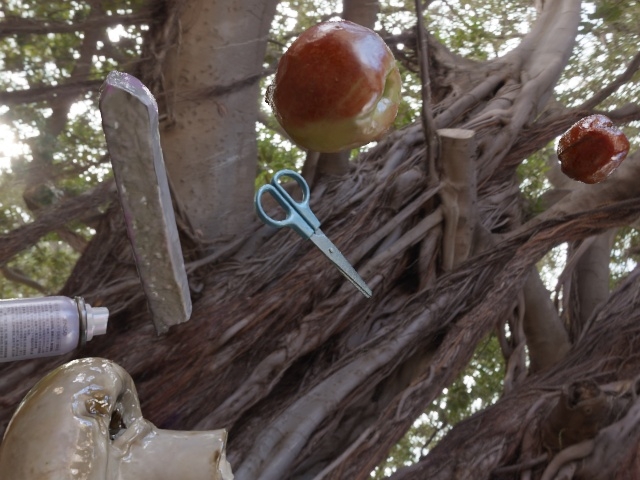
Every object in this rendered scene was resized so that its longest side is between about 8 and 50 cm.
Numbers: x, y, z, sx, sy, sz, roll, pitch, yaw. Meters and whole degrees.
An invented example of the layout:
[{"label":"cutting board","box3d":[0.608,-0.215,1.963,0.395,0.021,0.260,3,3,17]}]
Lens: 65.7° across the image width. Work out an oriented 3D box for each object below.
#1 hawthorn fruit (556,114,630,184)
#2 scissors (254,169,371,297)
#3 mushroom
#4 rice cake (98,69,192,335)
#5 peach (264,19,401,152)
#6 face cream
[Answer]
[{"label":"hawthorn fruit","box3d":[0.499,-0.169,0.914,0.128,0.128,0.128,19,-57,32]},{"label":"scissors","box3d":[0.000,0.000,1.406,0.447,0.192,0.029,48,-37,-11]},{"label":"mushroom","box3d":[-0.275,0.302,0.700,0.292,0.290,0.292,173,-90,-85]},{"label":"rice cake","box3d":[-0.221,-0.025,0.653,0.070,0.064,0.399,-113,-160,-45]},{"label":"peach","box3d":[0.013,-0.270,0.910,0.257,0.232,0.232,9,-63,30]},{"label":"face cream","box3d":[-0.373,0.106,0.583,0.075,0.229,0.075,0,-91,54]}]
